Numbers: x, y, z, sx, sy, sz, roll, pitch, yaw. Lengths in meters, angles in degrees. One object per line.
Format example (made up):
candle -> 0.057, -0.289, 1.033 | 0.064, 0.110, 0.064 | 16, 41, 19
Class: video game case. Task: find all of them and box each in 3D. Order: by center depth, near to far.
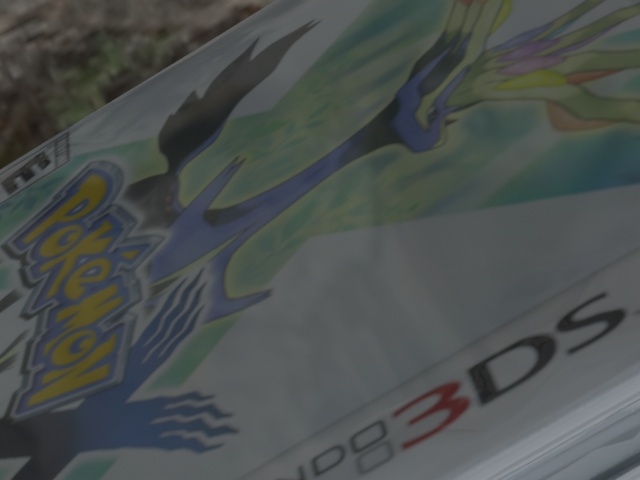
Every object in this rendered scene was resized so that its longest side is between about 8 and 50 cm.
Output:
video game case -> 0.000, 0.000, 0.585 | 0.300, 0.329, 0.036 | -31, 117, 7
